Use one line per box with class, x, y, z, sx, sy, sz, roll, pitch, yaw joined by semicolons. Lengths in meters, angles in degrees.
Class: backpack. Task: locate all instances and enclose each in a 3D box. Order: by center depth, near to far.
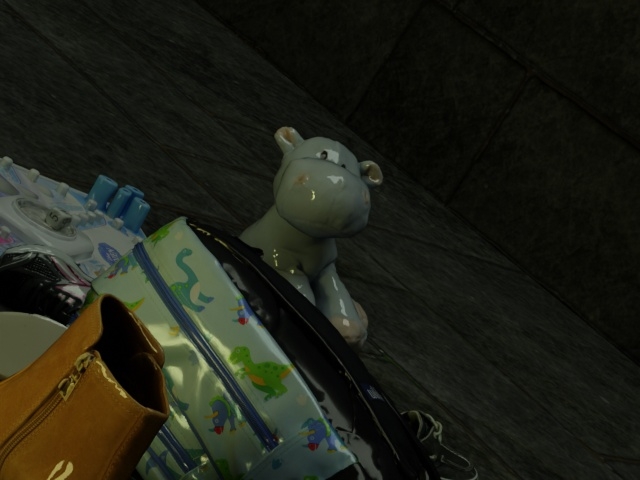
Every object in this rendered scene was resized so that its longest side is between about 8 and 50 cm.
backpack;-0.067;0.143;1.606;0.356;0.273;0.290;65;11;16

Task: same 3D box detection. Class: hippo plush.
hippo plush;0.000;0.000;2.304;0.234;0.237;0.294;30;13;-10

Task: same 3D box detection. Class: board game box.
board game box;-0.317;-0.025;2.080;0.390;0.050;0.390;24;16;-33

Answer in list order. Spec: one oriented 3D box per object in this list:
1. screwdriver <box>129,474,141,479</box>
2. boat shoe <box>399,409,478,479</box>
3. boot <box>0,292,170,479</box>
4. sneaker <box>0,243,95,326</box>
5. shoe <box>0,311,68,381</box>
screwdriver;-0.206;0.191;1.587;0.170;0.024;0.025;35;42;-2
boat shoe;0.107;0.234;2.062;0.219;0.070;0.078;23;16;-36
boot;-0.216;0.124;1.402;0.104;0.211;0.295;22;16;-39
sneaker;-0.258;0.064;1.855;0.178;0.072;0.077;19;28;-27
shoe;-0.284;0.097;1.556;0.178;0.064;0.081;10;-17;-4
